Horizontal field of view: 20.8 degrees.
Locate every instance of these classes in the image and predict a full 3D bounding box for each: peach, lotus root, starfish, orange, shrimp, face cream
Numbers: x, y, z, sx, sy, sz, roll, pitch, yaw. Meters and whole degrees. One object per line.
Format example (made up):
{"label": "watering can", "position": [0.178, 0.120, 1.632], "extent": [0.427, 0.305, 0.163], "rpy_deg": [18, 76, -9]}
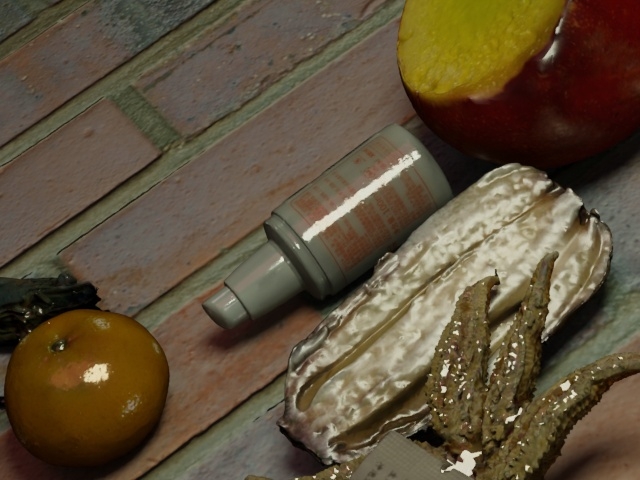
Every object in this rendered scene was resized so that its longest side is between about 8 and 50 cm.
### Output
{"label": "peach", "position": [0.206, -0.182, 1.606], "extent": [0.245, 0.249, 0.275], "rpy_deg": [18, 39, -10]}
{"label": "lotus root", "position": [0.108, 0.082, 1.511], "extent": [0.329, 0.078, 0.167], "rpy_deg": [-38, 62, -7]}
{"label": "starfish", "position": [0.122, 0.144, 1.391], "extent": [0.301, 0.084, 0.293], "rpy_deg": [26, 82, 39]}
{"label": "orange", "position": [-0.217, 0.131, 1.598], "extent": [0.156, 0.124, 0.156], "rpy_deg": [-17, 44, 17]}
{"label": "shrimp", "position": [-0.347, 0.107, 1.735], "extent": [0.289, 0.075, 0.178], "rpy_deg": [-1, 56, 26]}
{"label": "face cream", "position": [0.000, 0.000, 1.634], "extent": [0.251, 0.101, 0.101], "rpy_deg": [-37, 42, -10]}

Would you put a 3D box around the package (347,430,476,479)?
{"label": "package", "position": [0.055, 0.286, 1.288], "extent": [0.204, 0.062, 0.251], "rpy_deg": [27, 86, 34]}
